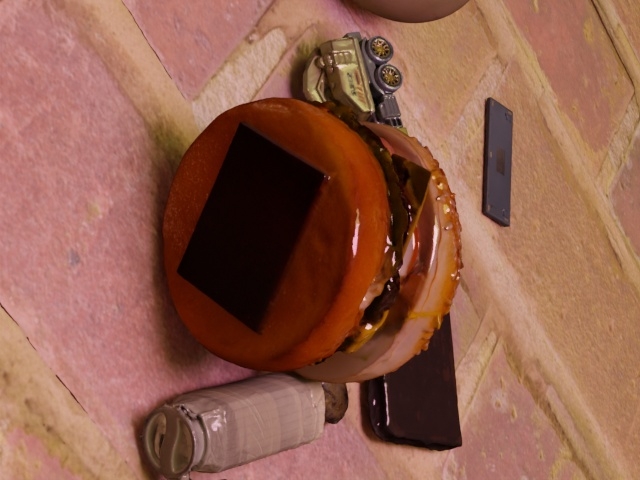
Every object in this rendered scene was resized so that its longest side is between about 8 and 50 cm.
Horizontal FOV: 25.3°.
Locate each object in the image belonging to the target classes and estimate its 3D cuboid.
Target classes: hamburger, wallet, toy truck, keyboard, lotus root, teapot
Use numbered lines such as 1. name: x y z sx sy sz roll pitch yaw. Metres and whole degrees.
1. hamburger: 0.000 0.000 1.385 0.225 0.291 0.291 11 70 -45
2. wallet: 0.104 0.088 1.676 0.165 0.042 0.310 17 65 -49
3. toy truck: 0.033 -0.140 1.609 0.116 0.085 0.191 -8 75 -30
4. keyboard: 0.242 -0.107 1.945 0.055 0.014 0.176 29 57 -44
5. lotus root: 0.002 0.159 1.516 0.099 0.049 0.054 60 37 -30
6. teapot: -0.084 0.191 1.376 0.200 0.077 0.107 -7 104 -53

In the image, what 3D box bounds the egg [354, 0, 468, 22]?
1. egg: 0.093 -0.360 1.688 0.241 0.186 0.186 28 57 -40
